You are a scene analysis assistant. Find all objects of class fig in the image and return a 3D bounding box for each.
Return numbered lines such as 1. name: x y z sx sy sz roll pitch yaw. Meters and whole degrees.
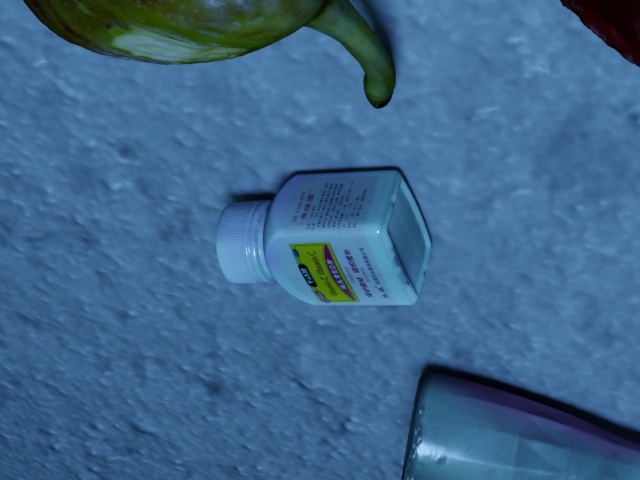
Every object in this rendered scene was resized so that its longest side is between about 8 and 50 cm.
1. fig: -0.027 -0.120 0.605 0.149 0.149 0.245 -17 146 38

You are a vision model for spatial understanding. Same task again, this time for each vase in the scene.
1. vase: 0.166 0.151 0.892 0.214 0.086 0.086 11 143 4

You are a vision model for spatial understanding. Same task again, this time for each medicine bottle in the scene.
1. medicine bottle: 0.000 0.000 0.789 0.118 0.055 0.074 0 141 24

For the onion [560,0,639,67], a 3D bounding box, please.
1. onion: 0.184 -0.146 0.417 0.207 0.216 0.206 38 120 36
